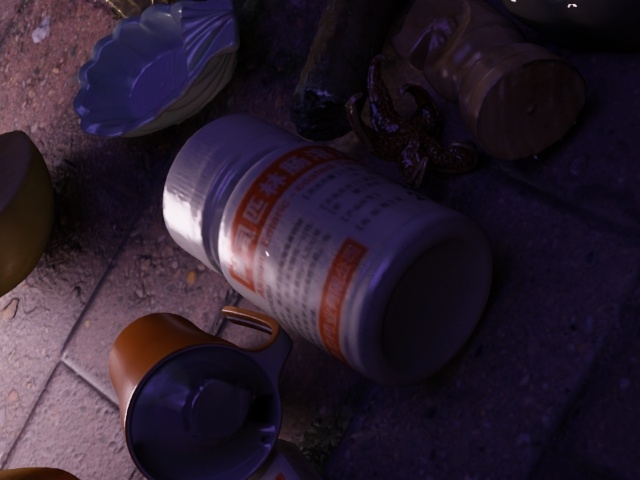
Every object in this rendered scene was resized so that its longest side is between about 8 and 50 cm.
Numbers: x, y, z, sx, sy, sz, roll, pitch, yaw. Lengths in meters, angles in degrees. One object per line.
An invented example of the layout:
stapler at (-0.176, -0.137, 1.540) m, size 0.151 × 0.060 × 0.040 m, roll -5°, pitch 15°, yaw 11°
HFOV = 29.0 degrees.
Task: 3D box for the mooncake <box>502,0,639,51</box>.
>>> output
mooncake at (0.315, -0.347, 1.397) m, size 0.275 × 0.135 × 0.275 m, roll -13°, pitch 68°, yaw 34°

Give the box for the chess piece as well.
chess piece at (0.183, -0.221, 1.464) m, size 0.137 × 0.137 × 0.301 m, roll -46°, pitch 39°, yaw 13°

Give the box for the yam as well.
yam at (0.035, -0.245, 1.553) m, size 0.093 × 0.093 × 0.259 m, roll -4°, pitch 55°, yaw 35°

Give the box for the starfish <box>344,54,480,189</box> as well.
starfish at (0.094, -0.137, 1.457) m, size 0.190 × 0.146 × 0.074 m, roll 55°, pitch 140°, yaw 25°

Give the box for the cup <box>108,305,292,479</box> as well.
cup at (-0.147, 0.165, 1.475) m, size 0.226 × 0.182 × 0.264 m, roll -41°, pitch 23°, yaw -8°

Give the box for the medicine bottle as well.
medicine bottle at (0.000, 0.000, 1.435) m, size 0.371 × 0.211 × 0.211 m, roll 30°, pitch 91°, yaw 40°

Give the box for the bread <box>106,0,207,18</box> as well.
bread at (-0.222, -0.453, 1.867) m, size 0.236 × 0.198 × 0.263 m, roll 44°, pitch 103°, yaw 1°

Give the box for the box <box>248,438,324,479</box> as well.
box at (-0.034, 0.357, 1.409) m, size 0.149 × 0.067 × 0.233 m, roll -48°, pitch 51°, yaw 9°

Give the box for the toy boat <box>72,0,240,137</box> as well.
toy boat at (-0.221, -0.241, 1.769) m, size 0.290 × 0.100 × 0.199 m, roll -25°, pitch 59°, yaw 27°

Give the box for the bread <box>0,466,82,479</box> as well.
bread at (-0.398, 0.473, 1.509) m, size 0.376 × 0.253 × 0.348 m, roll -28°, pitch 62°, yaw 27°

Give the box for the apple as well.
apple at (-0.537, -0.038, 1.824) m, size 0.295 × 0.233 × 0.258 m, roll 4°, pitch 44°, yaw -1°
